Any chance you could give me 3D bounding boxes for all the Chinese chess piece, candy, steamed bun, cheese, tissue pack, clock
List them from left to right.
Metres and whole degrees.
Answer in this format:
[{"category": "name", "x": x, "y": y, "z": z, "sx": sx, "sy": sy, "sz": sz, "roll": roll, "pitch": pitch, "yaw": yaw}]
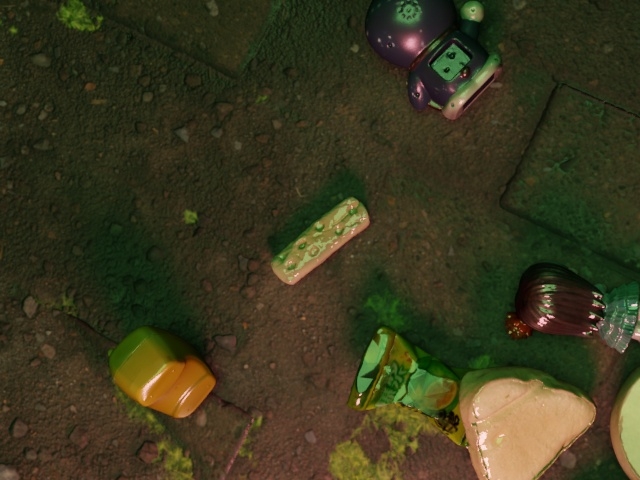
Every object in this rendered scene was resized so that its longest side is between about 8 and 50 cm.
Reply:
[{"category": "tissue pack", "x": -0.271, "y": 0.215, "z": 1.861, "sx": 0.123, "sy": 0.178, "sz": 0.127, "roll": -47, "pitch": 60, "yaw": 2}, {"category": "cheese", "x": 0.000, "y": 0.000, "z": 1.901, "sx": 0.194, "sy": 0.043, "sz": 0.065, "roll": -38, "pitch": 80, "yaw": 5}, {"category": "candy", "x": 0.178, "y": 0.247, "z": 1.826, "sx": 0.246, "sy": 0.069, "sz": 0.149, "roll": 22, "pitch": 91, "yaw": 0}, {"category": "clock", "x": 0.188, "y": -0.336, "z": 1.856, "sx": 0.199, "sy": 0.146, "sz": 0.243, "roll": -44, "pitch": 86, "yaw": 8}, {"category": "steamed bun", "x": 0.304, "y": 0.275, "z": 1.767, "sx": 0.231, "sy": 0.110, "sz": 0.212, "roll": -40, "pitch": 113, "yaw": -5}, {"category": "Chinese chess piece", "x": 0.582, "y": 0.295, "z": 1.730, "sx": 0.250, "sy": 0.101, "sz": 0.250, "roll": -1, "pitch": 84, "yaw": 10}]

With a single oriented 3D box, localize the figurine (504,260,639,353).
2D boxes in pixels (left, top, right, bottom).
[{"category": "figurine", "x": 0.429, "y": 0.117, "z": 1.779, "sx": 0.246, "sy": 0.110, "sz": 0.137, "roll": 14, "pitch": 90, "yaw": 4}]
